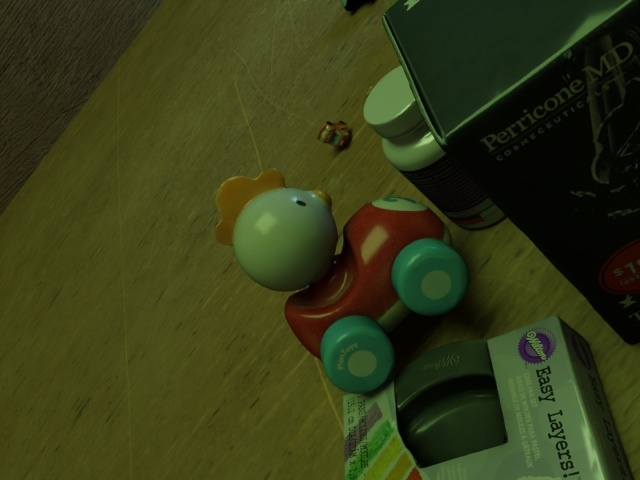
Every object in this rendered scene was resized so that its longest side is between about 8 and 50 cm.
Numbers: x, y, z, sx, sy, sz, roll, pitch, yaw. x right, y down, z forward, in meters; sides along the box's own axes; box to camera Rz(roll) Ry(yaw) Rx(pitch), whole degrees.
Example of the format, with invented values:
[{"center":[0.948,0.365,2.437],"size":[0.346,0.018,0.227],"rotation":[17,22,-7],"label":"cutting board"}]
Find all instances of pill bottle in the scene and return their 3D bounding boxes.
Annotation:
[{"center":[0.137,-0.104,0.671],"size":[0.108,0.193,0.108],"rotation":[-29,42,30],"label":"pill bottle"}]

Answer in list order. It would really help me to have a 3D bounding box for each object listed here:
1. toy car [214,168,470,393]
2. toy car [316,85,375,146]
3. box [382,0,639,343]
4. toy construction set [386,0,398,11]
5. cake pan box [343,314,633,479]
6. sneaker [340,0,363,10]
[{"center":[0.000,0.000,0.655],"size":[0.210,0.238,0.219],"rotation":[-48,16,8],"label":"toy car"},{"center":[0.051,-0.199,0.979],"size":[0.122,0.060,0.040],"rotation":[-47,66,20],"label":"toy car"},{"center":[0.280,-0.129,0.426],"size":[0.343,0.312,0.179],"rotation":[-36,38,23],"label":"box"},{"center":[0.165,-0.413,0.868],"size":[0.257,0.237,0.309],"rotation":[-52,34,1],"label":"toy construction set"},{"center":[0.132,0.217,0.514],"size":[0.246,0.070,0.266],"rotation":[-27,41,29],"label":"cake pan box"},{"center":[0.105,-0.512,1.195],"size":[0.162,0.063,0.073],"rotation":[-26,60,39],"label":"sneaker"}]
